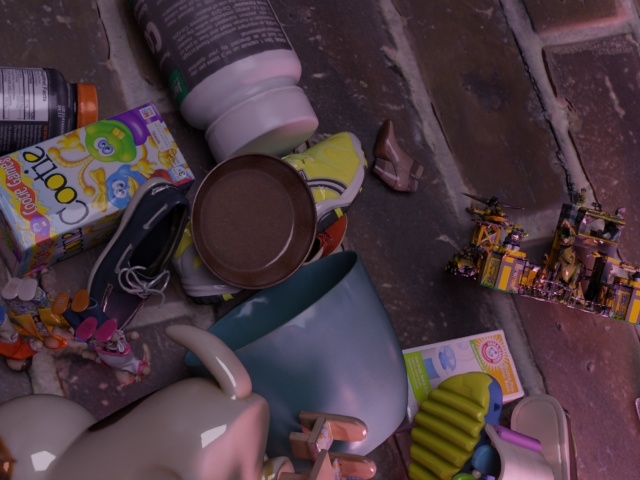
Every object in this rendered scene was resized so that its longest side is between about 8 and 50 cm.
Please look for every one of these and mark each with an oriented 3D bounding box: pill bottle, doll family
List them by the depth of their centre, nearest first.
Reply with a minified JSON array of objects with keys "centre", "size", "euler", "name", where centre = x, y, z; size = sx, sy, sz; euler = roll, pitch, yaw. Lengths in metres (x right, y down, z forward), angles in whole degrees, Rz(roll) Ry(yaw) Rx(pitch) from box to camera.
[{"centre":[-0.343,0.122,1.735],"size":[0.263,0.163,0.118],"euler":[6,59,16],"name":"doll family"},{"centre":[-0.457,-0.193,1.854],"size":[0.246,0.130,0.130],"euler":[0,70,-20],"name":"pill bottle"},{"centre":[-0.156,-0.302,1.962],"size":[0.204,0.204,0.361],"euler":[-21,77,-25],"name":"pill bottle"}]

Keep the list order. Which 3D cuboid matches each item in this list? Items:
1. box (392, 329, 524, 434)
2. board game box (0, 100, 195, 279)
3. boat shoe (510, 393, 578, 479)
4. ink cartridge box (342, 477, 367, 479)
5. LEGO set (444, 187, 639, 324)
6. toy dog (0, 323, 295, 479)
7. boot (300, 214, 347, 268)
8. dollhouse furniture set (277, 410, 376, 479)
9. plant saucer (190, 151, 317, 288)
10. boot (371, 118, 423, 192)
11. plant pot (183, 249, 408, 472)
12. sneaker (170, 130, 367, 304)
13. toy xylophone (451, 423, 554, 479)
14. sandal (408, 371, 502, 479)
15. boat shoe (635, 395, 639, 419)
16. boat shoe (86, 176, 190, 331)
[{"centre":[0.194,0.219,1.938],"size":[0.203,0.103,0.114],"euler":[-9,73,-22],"name":"box"},{"centre":[-0.349,-0.073,1.838],"size":[0.275,0.144,0.142],"euler":[-25,79,-25],"name":"board game box"},{"centre":[0.343,0.402,1.913],"size":[0.116,0.097,0.324],"euler":[-9,60,24],"name":"boat shoe"},{"centre":[-0.002,0.419,1.799],"size":[0.191,0.082,0.139],"euler":[-36,80,-26],"name":"ink cartridge box"},{"centre":[0.384,0.001,2.004],"size":[0.331,0.255,0.192],"euler":[14,92,-2],"name":"LEGO set"},{"centre":[-0.272,0.311,1.604],"size":[0.284,0.408,0.395],"euler":[-46,133,-62],"name":"toy dog"},{"centre":[0.000,0.000,1.968],"size":[0.059,0.084,0.158],"euler":[39,61,0],"name":"boot"},{"centre":[0.035,0.379,1.604],"size":[0.161,0.242,0.212],"euler":[4,41,21],"name":"dollhouse furniture set"},{"centre":[-0.100,-0.029,1.815],"size":[0.198,0.036,0.198],"euler":[0,91,-26],"name":"plant saucer"},{"centre":[0.133,-0.137,2.096],"size":[0.087,0.042,0.118],"euler":[24,65,-17],"name":"boot"},{"centre":[-0.011,0.190,1.785],"size":[0.293,0.293,0.235],"euler":[-36,101,-27],"name":"plant pot"},{"centre":[-0.075,-0.065,1.910],"size":[0.385,0.145,0.147],"euler":[-43,116,-30],"name":"sneaker"},{"centre":[0.229,0.425,1.769],"size":[0.236,0.081,0.322],"euler":[36,92,-40],"name":"toy xylophone"},{"centre":[0.203,0.334,1.839],"size":[0.138,0.317,0.126],"euler":[2,25,-35],"name":"sandal"},{"centre":[0.568,0.355,2.040],"size":[0.081,0.079,0.227],"euler":[-6,67,-12],"name":"boat shoe"},{"centre":[-0.257,0.035,1.791],"size":[0.095,0.254,0.079],"euler":[18,16,-45],"name":"boat shoe"}]
